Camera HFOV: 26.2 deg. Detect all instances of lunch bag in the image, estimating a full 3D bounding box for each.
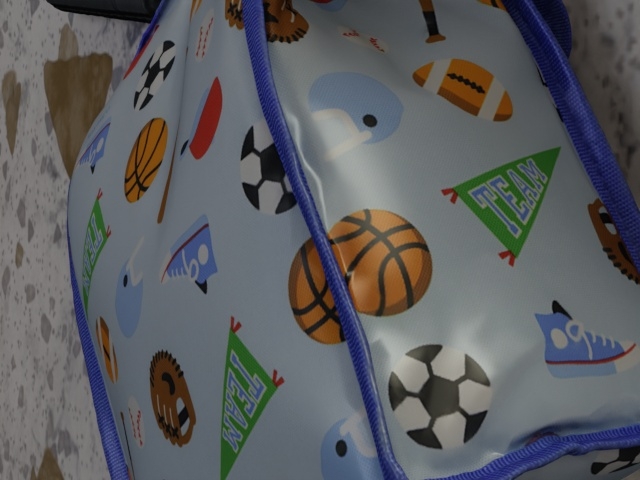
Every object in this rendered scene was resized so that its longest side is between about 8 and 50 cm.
[{"bbox_3d":[0.000,0.000,0.786,0.328,0.239,0.385,-49,56,49],"label":"lunch bag"}]

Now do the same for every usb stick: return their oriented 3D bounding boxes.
[{"bbox_3d":[-0.197,-0.247,1.292,0.278,0.045,0.077,20,107,58],"label":"usb stick"}]
